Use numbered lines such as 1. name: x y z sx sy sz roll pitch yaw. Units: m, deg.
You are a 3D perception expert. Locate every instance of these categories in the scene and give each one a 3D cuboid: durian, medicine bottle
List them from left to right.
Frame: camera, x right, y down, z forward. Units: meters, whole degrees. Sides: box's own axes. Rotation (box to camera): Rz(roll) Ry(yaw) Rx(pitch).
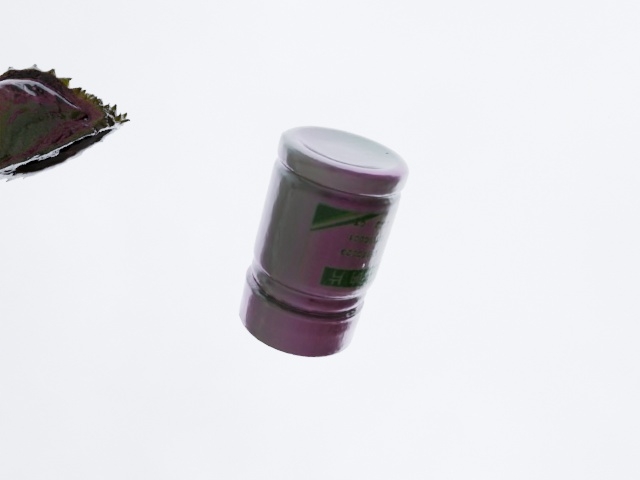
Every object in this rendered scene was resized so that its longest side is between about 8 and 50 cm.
1. durian: -0.320 -0.142 0.778 0.186 0.119 0.108 -24 -86 -6
2. medicine bottle: 0.000 0.000 1.109 0.212 0.212 0.326 24 -66 17
